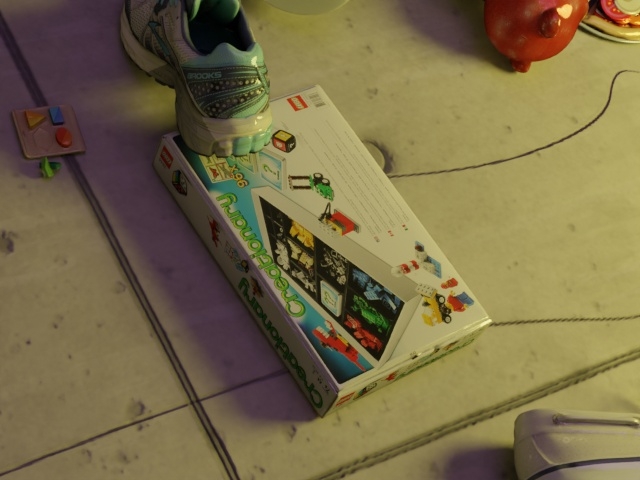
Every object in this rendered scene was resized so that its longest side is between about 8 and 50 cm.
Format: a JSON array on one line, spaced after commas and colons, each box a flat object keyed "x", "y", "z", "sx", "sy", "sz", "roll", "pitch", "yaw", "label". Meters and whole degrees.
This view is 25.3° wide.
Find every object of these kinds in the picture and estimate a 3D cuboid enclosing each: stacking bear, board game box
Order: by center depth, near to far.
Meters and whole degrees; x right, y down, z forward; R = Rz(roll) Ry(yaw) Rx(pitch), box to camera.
[{"x": 0.000, "y": 0.000, "z": 1.359, "sx": 0.193, "sy": 0.053, "sz": 0.305, "roll": -22, "pitch": 67, "yaw": -33, "label": "board game box"}, {"x": 0.220, "y": -0.336, "z": 1.625, "sx": 0.164, "sy": 0.175, "sz": 0.289, "roll": -1, "pitch": 65, "yaw": -26, "label": "stacking bear"}]

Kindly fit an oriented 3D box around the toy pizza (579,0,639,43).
[{"x": 0.355, "y": -0.328, "z": 1.736, "sx": 0.201, "sy": 0.032, "sz": 0.201, "roll": 9, "pitch": 59, "yaw": -16, "label": "toy pizza"}]

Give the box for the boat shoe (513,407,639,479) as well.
[{"x": 0.349, "y": 0.188, "z": 1.337, "sx": 0.367, "sy": 0.136, "sz": 0.156, "roll": -1, "pitch": 54, "yaw": -11, "label": "boat shoe"}]

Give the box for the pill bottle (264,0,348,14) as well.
[{"x": 0.010, "y": -0.399, "z": 1.561, "sx": 0.176, "sy": 0.176, "sz": 0.318, "roll": 21, "pitch": 52, "yaw": -8, "label": "pill bottle"}]

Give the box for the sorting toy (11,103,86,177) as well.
[{"x": -0.252, "y": -0.095, "z": 1.346, "sx": 0.062, "sy": 0.012, "sz": 0.083, "roll": -8, "pitch": 60, "yaw": -27, "label": "sorting toy"}]

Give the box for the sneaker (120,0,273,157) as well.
[{"x": -0.112, "y": -0.203, "z": 1.376, "sx": 0.110, "sy": 0.122, "sz": 0.283, "roll": -11, "pitch": 41, "yaw": -24, "label": "sneaker"}]
